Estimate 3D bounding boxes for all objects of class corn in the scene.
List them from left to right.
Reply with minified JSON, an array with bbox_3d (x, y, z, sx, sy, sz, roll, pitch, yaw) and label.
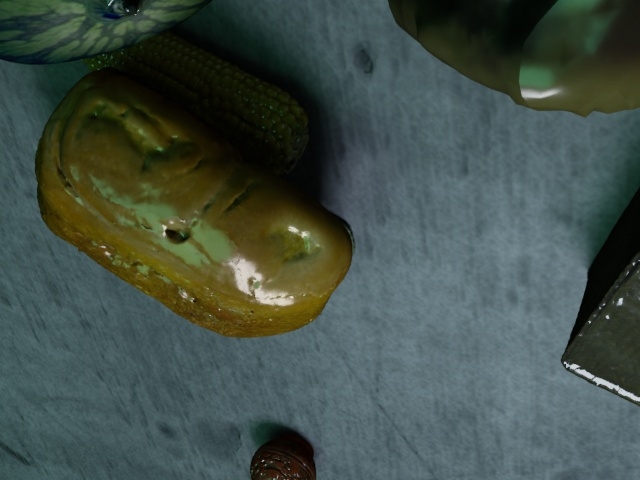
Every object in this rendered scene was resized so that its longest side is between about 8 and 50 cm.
[{"bbox_3d":[-0.129,-0.152,0.926,0.260,0.091,0.091,28,135,5],"label":"corn"}]

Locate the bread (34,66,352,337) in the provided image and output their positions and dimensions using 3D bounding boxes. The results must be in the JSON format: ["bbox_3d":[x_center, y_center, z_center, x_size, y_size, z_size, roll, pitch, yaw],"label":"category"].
[{"bbox_3d":[-0.140,-0.003,0.948,0.328,0.148,0.337,36,164,-6],"label":"bread"}]

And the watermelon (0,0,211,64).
[{"bbox_3d":[-0.160,-0.272,0.468,0.363,0.363,0.363,15,134,16],"label":"watermelon"}]

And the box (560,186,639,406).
[{"bbox_3d":[0.384,0.077,0.812,0.273,0.143,0.184,26,136,7],"label":"box"}]

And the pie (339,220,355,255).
[{"bbox_3d":[0.000,0.000,1.039,0.084,0.020,0.084,14,135,15],"label":"pie"}]

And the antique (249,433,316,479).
[{"bbox_3d":[-0.055,0.337,1.312,0.104,0.104,0.104,15,134,16],"label":"antique"}]

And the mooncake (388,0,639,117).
[{"bbox_3d":[0.158,-0.275,0.480,0.393,0.246,0.394,34,109,-26],"label":"mooncake"}]
